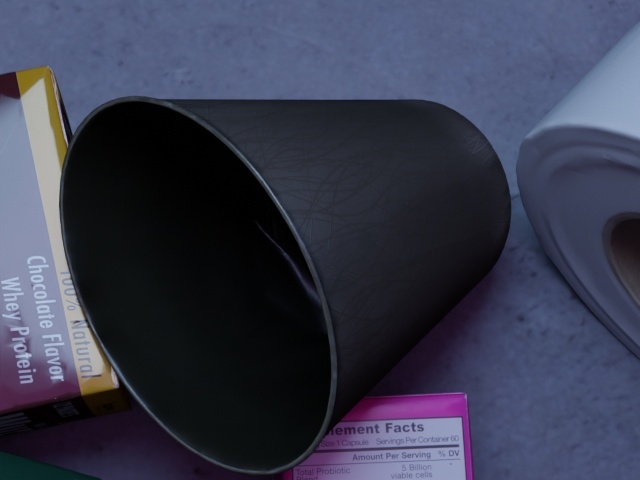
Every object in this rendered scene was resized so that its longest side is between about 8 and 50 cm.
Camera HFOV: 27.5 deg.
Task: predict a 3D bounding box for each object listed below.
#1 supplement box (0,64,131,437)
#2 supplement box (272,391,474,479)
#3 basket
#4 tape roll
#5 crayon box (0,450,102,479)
[{"bbox_3d":[-0.227,0.024,0.764,0.194,0.129,0.191,-12,78,-8],"label":"supplement box"},{"bbox_3d":[0.031,0.203,0.755,0.114,0.111,0.220,0,76,-5],"label":"supplement box"},{"bbox_3d":[0.000,0.000,0.733,0.227,0.154,0.204,-20,74,-52],"label":"basket"},{"bbox_3d":[0.248,0.008,0.734,0.286,0.286,0.100,44,76,6],"label":"tape roll"},{"bbox_3d":[-0.188,0.300,0.559,0.106,0.313,0.363,17,92,-10],"label":"crayon box"}]
